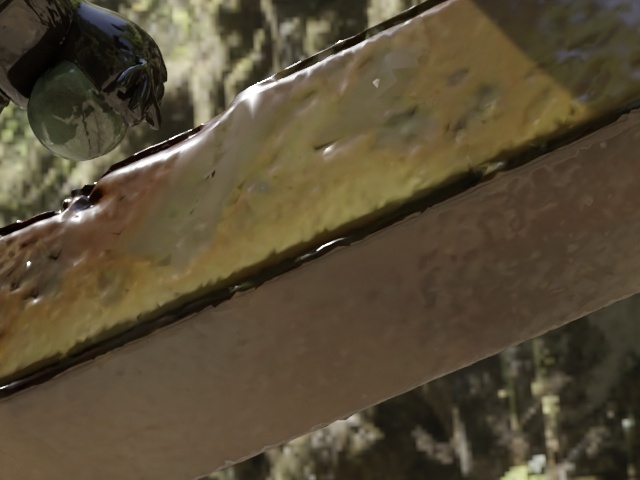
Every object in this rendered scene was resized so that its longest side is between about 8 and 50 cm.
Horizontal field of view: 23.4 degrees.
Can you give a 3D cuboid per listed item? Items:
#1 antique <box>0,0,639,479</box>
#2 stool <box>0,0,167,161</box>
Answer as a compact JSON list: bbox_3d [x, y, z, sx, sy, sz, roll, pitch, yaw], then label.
[{"bbox_3d":[0.000,0.000,0.539,0.310,0.093,0.087,-25,-45,12],"label":"antique"},{"bbox_3d":[-0.181,-0.111,0.902,0.121,0.217,0.125,-48,-16,-2],"label":"stool"}]
